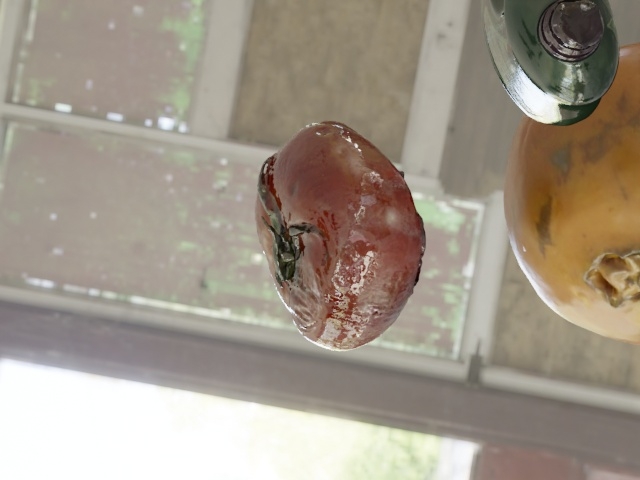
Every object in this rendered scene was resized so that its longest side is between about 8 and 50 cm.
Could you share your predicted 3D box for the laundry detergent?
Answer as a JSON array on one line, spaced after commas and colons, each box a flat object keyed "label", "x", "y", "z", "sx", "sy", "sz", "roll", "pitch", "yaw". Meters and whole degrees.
[{"label": "laundry detergent", "x": 0.161, "y": -0.154, "z": 0.969, "sx": 0.221, "sy": 0.078, "sz": 0.144, "roll": -9, "pitch": -102, "yaw": -85}]

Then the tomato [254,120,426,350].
[{"label": "tomato", "x": -0.002, "y": 0.001, "z": 1.324, "sx": 0.228, "sy": 0.101, "sz": 0.228, "roll": 30, "pitch": 127, "yaw": 52}]

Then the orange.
[{"label": "orange", "x": 0.334, "y": -0.049, "z": 1.349, "sx": 0.312, "sy": 0.312, "sz": 0.312, "roll": 10, "pitch": -90, "yaw": -89}]
